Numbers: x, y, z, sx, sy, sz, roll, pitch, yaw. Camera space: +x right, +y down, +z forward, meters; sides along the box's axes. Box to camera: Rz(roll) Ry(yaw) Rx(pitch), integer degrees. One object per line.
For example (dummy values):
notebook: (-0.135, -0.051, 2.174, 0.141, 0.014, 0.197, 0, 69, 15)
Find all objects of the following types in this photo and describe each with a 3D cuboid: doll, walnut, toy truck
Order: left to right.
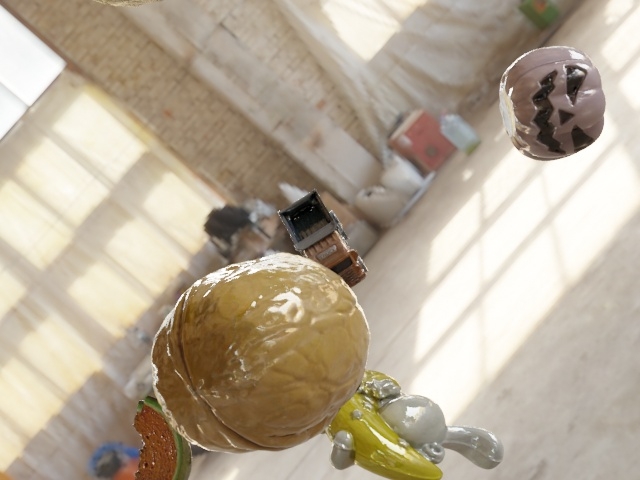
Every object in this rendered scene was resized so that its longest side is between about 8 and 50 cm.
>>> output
walnut: (-0.045, 0.092, 0.896, 0.165, 0.165, 0.197, -46, -17, 22)
toy truck: (0.000, 0.000, 1.758, 0.083, 0.092, 0.192, -32, 43, 2)
doll: (0.102, 0.268, 1.546, 0.252, 0.237, 0.111, -2, -65, -45)

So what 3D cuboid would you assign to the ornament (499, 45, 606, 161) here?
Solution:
ornament: (0.365, -0.212, 1.683, 0.177, 0.177, 0.177, -48, 7, 7)

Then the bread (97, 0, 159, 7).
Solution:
bread: (-0.069, -0.234, 0.451, 0.227, 0.142, 0.253, -30, 42, 50)

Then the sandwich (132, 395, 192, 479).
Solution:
sandwich: (-0.178, 0.240, 1.230, 0.067, 0.135, 0.029, -15, -23, 16)
